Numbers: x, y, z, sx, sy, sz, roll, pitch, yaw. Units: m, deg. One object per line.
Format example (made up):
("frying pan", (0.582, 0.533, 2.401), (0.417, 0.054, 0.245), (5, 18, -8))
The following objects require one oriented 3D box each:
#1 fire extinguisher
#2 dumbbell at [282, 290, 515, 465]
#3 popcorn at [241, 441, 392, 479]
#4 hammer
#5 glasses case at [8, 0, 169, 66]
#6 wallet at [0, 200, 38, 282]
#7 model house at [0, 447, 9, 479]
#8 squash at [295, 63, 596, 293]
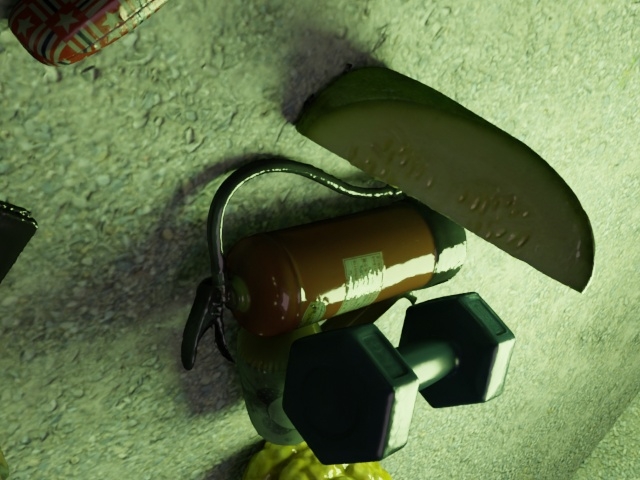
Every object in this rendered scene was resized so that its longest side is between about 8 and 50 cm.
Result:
("fire extinguisher", (-0.006, 0.003, 0.937), (0.376, 0.113, 0.200), (-16, 91, -36))
("dumbbell", (0.103, 0.152, 0.971), (0.316, 0.143, 0.156), (-9, 114, -52))
("popcorn", (-0.005, 0.383, 1.182), (0.226, 0.200, 0.203), (0, 117, -42))
("hammer", (0.026, 0.117, 1.064), (0.305, 0.113, 0.202), (-36, 146, -28))
("glasses case", (-0.142, -0.200, 0.621), (0.194, 0.073, 0.049), (-41, 151, -7))
("wallet", (-0.352, 0.000, 0.637), (0.124, 0.025, 0.244), (-54, 145, 11))
("model house", (-0.337, 0.252, 0.620), (0.194, 0.325, 0.267), (-38, 147, -15))
("squash", (0.142, -0.073, 0.835), (0.203, 0.288, 0.111), (7, 120, -48))
